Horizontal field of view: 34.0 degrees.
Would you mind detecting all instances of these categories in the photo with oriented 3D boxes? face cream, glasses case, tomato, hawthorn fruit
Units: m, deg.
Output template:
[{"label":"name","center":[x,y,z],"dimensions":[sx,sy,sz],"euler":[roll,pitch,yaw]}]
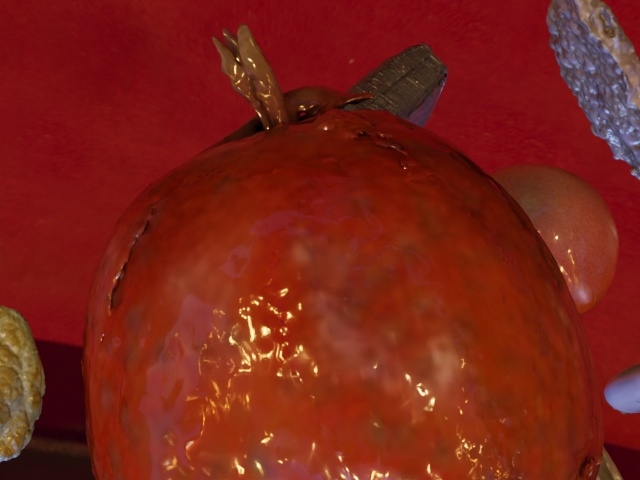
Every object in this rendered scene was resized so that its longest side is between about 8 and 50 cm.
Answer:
[{"label":"face cream","center":[0.374,0.169,1.207],"dimensions":[0.072,0.182,0.051],"euler":[-2,75,1]},{"label":"glasses case","center":[0.038,-0.088,0.844],"dimensions":[0.067,0.282,0.109],"euler":[38,120,5]},{"label":"tomato","center":[0.310,0.009,1.547],"dimensions":[0.256,0.256,0.224],"euler":[-42,136,1]},{"label":"hawthorn fruit","center":[-0.002,0.038,0.536],"dimensions":[0.276,0.276,0.307],"euler":[-11,94,-3]}]

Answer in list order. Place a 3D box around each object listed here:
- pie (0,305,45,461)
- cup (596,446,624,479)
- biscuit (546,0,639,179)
[{"label":"pie","center":[-0.521,0.208,1.442],"dimensions":[0.274,0.105,0.257],"euler":[-19,100,-24]},{"label":"cup","center":[0.209,0.329,0.937],"dimensions":[0.257,0.219,0.290],"euler":[-33,119,9]},{"label":"biscuit","center":[0.261,-0.113,0.902],"dimensions":[0.032,0.133,0.250],"euler":[-39,103,-5]}]
